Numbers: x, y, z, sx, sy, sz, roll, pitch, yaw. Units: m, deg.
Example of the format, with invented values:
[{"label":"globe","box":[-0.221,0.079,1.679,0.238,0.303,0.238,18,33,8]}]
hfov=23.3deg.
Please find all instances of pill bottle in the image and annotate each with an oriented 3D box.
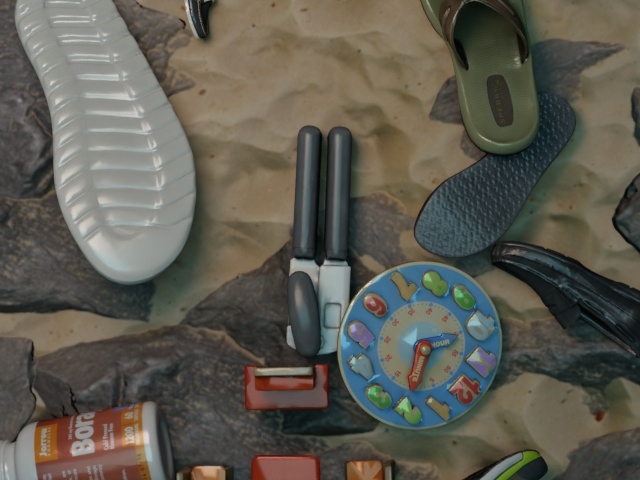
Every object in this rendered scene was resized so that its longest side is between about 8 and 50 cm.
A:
[{"label":"pill bottle","box":[-0.291,0.269,1.861,0.216,0.121,0.121,-11,87,1]}]

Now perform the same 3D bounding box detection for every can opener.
[{"label":"can opener","box":[0.000,0.000,1.874,0.076,0.095,0.283,2,88,2]}]

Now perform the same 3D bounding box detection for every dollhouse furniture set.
[{"label":"dollhouse furniture set","box":[-0.041,0.277,1.843,0.262,0.135,0.259,-1,87,2]}]

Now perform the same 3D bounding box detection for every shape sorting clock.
[{"label":"shape sorting clock","box":[0.121,0.127,1.867,0.206,0.040,0.206,-3,100,-15]}]

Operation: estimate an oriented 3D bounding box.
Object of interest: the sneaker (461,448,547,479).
[{"label":"sneaker","box":[0.176,0.360,1.804,0.121,0.111,0.300,48,59,0]}]

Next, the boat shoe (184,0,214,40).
[{"label":"boat shoe","box":[-0.149,-0.311,1.921,0.038,0.046,0.125,-9,79,7]}]

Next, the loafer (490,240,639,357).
[{"label":"loafer","box":[0.304,0.068,1.867,0.223,0.076,0.078,25,81,0]}]

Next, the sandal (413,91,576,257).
[{"label":"sandal","box":[0.216,-0.071,1.896,0.254,0.054,0.097,-44,92,-10]}]

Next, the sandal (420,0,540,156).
[{"label":"sandal","box":[0.199,-0.250,1.867,0.120,0.086,0.303,-17,72,2]}]

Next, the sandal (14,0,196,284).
[{"label":"sandal","box":[-0.258,-0.138,1.897,0.169,0.102,0.416,-13,74,-13]}]
